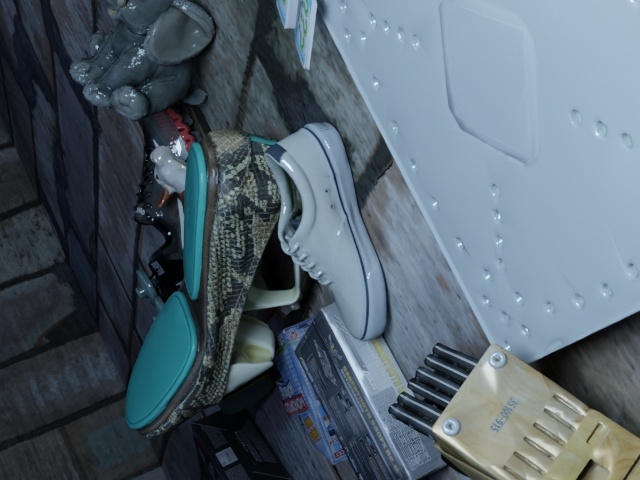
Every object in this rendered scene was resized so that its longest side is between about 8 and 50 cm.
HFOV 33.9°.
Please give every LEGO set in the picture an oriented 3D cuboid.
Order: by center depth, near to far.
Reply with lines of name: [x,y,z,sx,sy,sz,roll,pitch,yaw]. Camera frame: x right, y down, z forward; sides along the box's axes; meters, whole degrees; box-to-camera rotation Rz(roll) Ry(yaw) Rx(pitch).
LEGO set: [-0.037,-0.302,0.944,0.244,0.060,0.182,100,160,-46]

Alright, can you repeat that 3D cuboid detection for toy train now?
toy train: [-0.199,0.144,1.784,0.334,0.142,0.190,45,159,47]

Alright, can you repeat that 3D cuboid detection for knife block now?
knife block: [0.183,0.186,0.894,0.276,0.088,0.242,33,170,22]

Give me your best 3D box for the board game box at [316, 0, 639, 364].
board game box: [0.139,-0.125,0.760,0.390,0.050,0.390,64,159,11]

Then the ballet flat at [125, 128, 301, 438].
ballet flat: [-0.118,0.078,1.341,0.164,0.182,0.483,-113,35,-49]

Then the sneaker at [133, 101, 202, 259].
sneaker: [-0.237,-0.092,1.626,0.097,0.135,0.276,1,111,70]

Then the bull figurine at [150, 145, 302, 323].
bull figurine: [-0.137,-0.008,1.501,0.188,0.101,0.310,-14,102,64]

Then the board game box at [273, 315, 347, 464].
board game box: [-0.012,0.219,1.482,0.194,0.060,0.194,66,160,8]

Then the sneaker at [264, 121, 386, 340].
sneaker: [0.000,0.000,1.178,0.094,0.091,0.258,12,121,66]

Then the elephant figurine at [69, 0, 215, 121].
elephant figurine: [-0.222,-0.288,1.381,0.169,0.186,0.239,30,122,4]

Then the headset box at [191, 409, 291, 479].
headset box: [-0.141,0.492,2.015,0.218,0.110,0.293,49,152,42]

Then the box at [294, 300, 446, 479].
box: [0.055,0.199,1.295,0.231,0.056,0.183,62,158,16]
